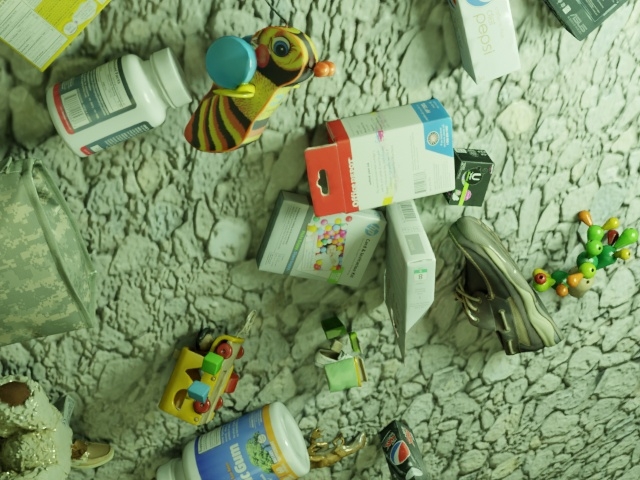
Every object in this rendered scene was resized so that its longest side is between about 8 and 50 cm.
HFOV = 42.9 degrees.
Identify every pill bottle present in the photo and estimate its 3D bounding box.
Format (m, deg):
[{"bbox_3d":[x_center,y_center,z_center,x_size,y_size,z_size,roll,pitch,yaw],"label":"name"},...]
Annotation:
[{"bbox_3d":[-0.277,-0.197,1.140,0.180,0.108,0.108,-22,126,3],"label":"pill bottle"},{"bbox_3d":[-0.170,0.432,1.572,0.271,0.152,0.152,-26,126,5],"label":"pill bottle"}]

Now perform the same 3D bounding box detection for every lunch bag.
[{"bbox_3d":[-0.487,0.010,1.202,0.235,0.169,0.287,-13,130,-3],"label":"lunch bag"}]

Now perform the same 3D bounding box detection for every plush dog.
[{"bbox_3d":[-0.561,0.383,1.444,0.225,0.263,0.210,-12,166,9],"label":"plush dog"}]

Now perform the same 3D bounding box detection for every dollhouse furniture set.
[{"bbox_3d":[0.042,0.219,1.500,0.076,0.058,0.152,-15,107,-7],"label":"dollhouse furniture set"}]

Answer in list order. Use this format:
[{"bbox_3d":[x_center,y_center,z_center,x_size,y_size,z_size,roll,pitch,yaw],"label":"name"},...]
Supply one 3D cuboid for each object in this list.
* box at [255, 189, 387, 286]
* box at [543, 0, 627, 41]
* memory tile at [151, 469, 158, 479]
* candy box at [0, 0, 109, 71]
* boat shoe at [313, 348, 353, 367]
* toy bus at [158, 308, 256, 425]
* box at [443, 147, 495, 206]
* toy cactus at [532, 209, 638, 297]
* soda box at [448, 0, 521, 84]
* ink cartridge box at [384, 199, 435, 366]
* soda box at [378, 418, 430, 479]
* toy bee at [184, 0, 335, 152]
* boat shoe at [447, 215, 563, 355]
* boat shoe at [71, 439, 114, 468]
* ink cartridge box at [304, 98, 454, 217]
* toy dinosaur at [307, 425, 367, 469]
[{"bbox_3d":[0.000,0.000,1.380,0.186,0.038,0.145,11,122,-20],"label":"box"},{"bbox_3d":[0.371,-0.428,1.151,0.183,0.059,0.232,-42,122,17],"label":"box"},{"bbox_3d":[-0.287,0.518,1.692,0.147,0.012,0.113,18,119,-23],"label":"memory tile"},{"bbox_3d":[-0.346,-0.329,1.083,0.206,0.027,0.105,-40,120,15],"label":"candy box"},{"bbox_3d":[0.038,0.225,1.548,0.100,0.035,0.035,13,123,-13],"label":"boat shoe"},{"bbox_3d":[-0.211,0.225,1.445,0.104,0.202,0.191,21,130,10],"label":"toy bus"},{"bbox_3d":[0.243,-0.105,1.352,0.062,0.052,0.083,2,122,-13],"label":"box"},{"bbox_3d":[0.470,0.046,1.483,0.219,0.112,0.181,-36,151,-14],"label":"toy cactus"},{"bbox_3d":[0.227,-0.340,1.175,0.073,0.069,0.216,-21,125,2],"label":"soda box"},{"bbox_3d":[0.148,0.070,1.372,0.056,0.181,0.225,-7,125,-3],"label":"ink cartridge box"},{"bbox_3d":[0.171,0.446,1.645,0.060,0.169,0.053,36,110,-30],"label":"soda box"},{"bbox_3d":[-0.073,-0.230,1.106,0.162,0.195,0.298,31,135,13],"label":"toy bee"},{"bbox_3d":[0.313,0.103,1.463,0.130,0.132,0.355,-34,123,11],"label":"boat shoe"},{"bbox_3d":[-0.464,0.404,1.550,0.135,0.050,0.045,-4,130,-9],"label":"boat shoe"},{"bbox_3d":[0.089,-0.128,1.285,0.230,0.078,0.134,-12,125,-4],"label":"ink cartridge box"},{"bbox_3d":[-0.004,0.449,1.675,0.211,0.064,0.112,-24,127,5],"label":"toy dinosaur"}]
